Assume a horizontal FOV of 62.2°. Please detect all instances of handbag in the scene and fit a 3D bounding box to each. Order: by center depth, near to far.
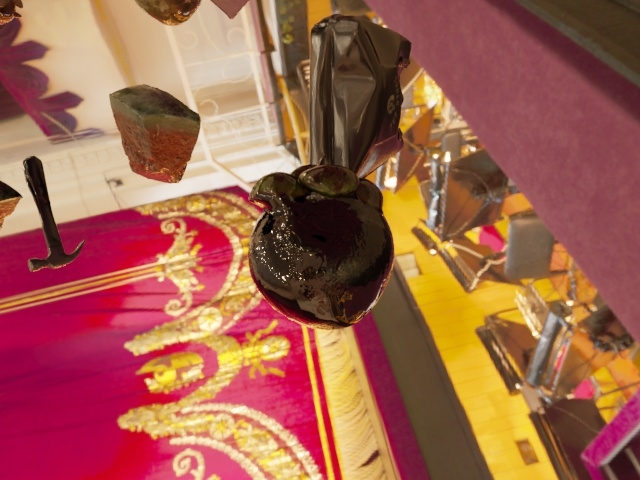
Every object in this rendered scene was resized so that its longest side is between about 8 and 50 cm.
[{"bbox_3d":[0.106,-0.292,1.125,0.288,0.152,0.343,-27,-54,-49],"label":"handbag"}]

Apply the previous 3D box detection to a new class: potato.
[{"bbox_3d":[-0.356,-0.616,1.215,0.178,0.160,0.235,-25,-77,-67],"label":"potato"}]

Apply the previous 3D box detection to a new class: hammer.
[{"bbox_3d":[-0.677,-0.074,1.316,0.037,0.137,0.290,-21,83,45],"label":"hammer"}]

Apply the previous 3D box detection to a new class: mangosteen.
[{"bbox_3d":[0.000,0.000,0.771,0.243,0.242,0.243,167,90,-86],"label":"mangosteen"}]

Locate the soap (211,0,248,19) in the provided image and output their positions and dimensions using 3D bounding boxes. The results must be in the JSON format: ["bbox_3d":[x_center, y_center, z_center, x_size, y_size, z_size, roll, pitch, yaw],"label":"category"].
[{"bbox_3d":[-0.220,-0.568,1.077,0.203,0.122,0.066,36,-135,-23],"label":"soap"}]

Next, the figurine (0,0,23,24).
[{"bbox_3d":[-0.966,-0.692,1.565,0.125,0.138,0.125,-9,-90,-75],"label":"figurine"}]

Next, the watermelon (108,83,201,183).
[{"bbox_3d":[-0.419,-0.238,1.338,0.140,0.192,0.257,-42,-25,-48],"label":"watermelon"}]

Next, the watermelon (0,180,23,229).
[{"bbox_3d":[-0.801,-0.048,1.211,0.207,0.136,0.202,-65,-32,-27],"label":"watermelon"}]
